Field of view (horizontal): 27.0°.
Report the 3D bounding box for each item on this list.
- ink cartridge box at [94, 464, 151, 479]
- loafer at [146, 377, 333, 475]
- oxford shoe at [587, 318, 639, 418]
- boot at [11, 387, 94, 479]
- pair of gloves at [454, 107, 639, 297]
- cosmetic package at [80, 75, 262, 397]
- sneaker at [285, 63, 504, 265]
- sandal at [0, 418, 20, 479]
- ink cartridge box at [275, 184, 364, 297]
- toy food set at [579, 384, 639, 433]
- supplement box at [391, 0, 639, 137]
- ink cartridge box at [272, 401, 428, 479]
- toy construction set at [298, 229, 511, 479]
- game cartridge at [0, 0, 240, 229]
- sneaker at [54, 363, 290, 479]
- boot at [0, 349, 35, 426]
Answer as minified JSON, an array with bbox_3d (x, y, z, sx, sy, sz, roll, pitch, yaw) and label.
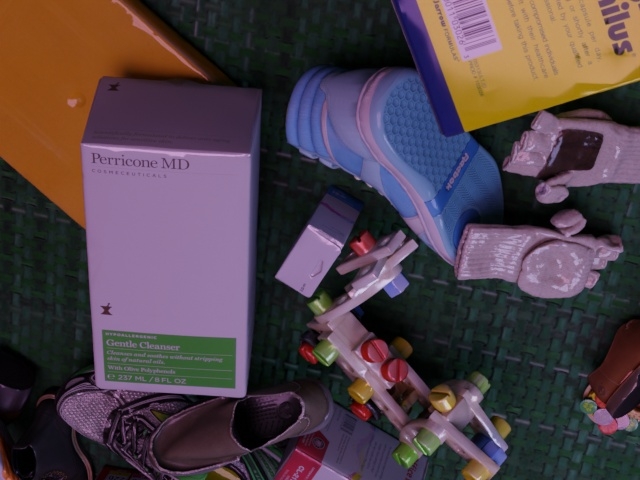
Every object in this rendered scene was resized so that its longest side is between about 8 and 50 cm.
[{"bbox_3d":[-0.191,0.448,1.794,0.310,0.272,0.130,5,117,11],"label":"ink cartridge box"},{"bbox_3d":[-0.111,0.229,1.670,0.251,0.087,0.094,-22,77,11],"label":"loafer"},{"bbox_3d":[0.398,0.114,1.600,0.212,0.076,0.076,-50,56,19],"label":"oxford shoe"},{"bbox_3d":[-0.382,0.324,1.857,0.077,0.137,0.197,-3,116,15],"label":"boot"},{"bbox_3d":[0.278,-0.036,1.513,0.204,0.042,0.240,10,119,-24],"label":"pair of gloves"},{"bbox_3d":[-0.173,0.000,1.590,0.197,0.155,0.365,3,128,1],"label":"cosmetic package"},{"bbox_3d":[0.079,-0.096,1.556,0.208,0.127,0.319,17,152,42],"label":"sneaker"},{"bbox_3d":[-0.451,0.322,1.842,0.076,0.102,0.265,-19,141,-2],"label":"sandal"},{"bbox_3d":[0.000,0.000,1.607,0.052,0.122,0.088,31,119,-3],"label":"ink cartridge box"},{"bbox_3d":[0.371,0.206,1.675,0.083,0.020,0.082,37,119,-6],"label":"toy food set"},{"bbox_3d":[0.272,-0.269,1.364,0.357,0.194,0.195,-15,111,21],"label":"supplement box"},{"bbox_3d":[0.042,0.300,1.743,0.175,0.127,0.072,31,120,-2],"label":"ink cartridge box"},{"bbox_3d":[0.092,0.146,1.621,0.327,0.151,0.215,63,157,-7],"label":"toy construction set"},{"bbox_3d":[-0.289,-0.182,1.636,0.324,0.052,0.285,43,118,-6],"label":"game cartridge"},{"bbox_3d":[-0.198,0.270,1.779,0.344,0.146,0.134,22,119,3],"label":"sneaker"},{"bbox_3d":[-0.566,0.225,1.895,0.264,0.096,0.280,27,125,-15],"label":"boot"}]
